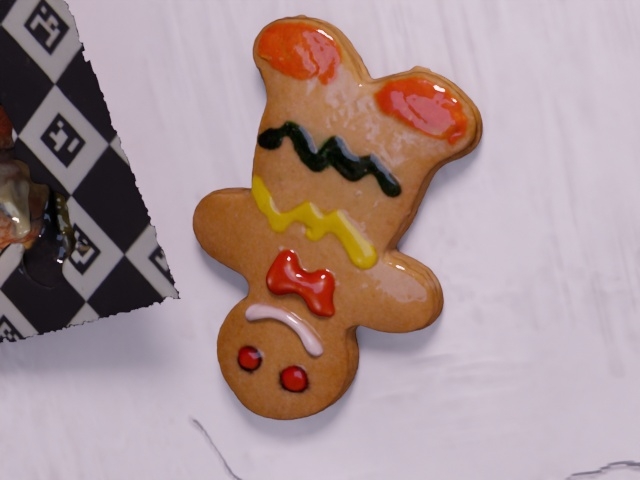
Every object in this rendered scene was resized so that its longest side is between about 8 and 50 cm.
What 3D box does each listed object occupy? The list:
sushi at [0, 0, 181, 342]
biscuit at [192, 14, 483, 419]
[{"bbox_3d":[-0.216,-0.081,1.195,0.264,0.050,0.290,-15,102,37],"label":"sushi"},{"bbox_3d":[0.000,0.000,1.148,0.165,0.036,0.250,24,112,13],"label":"biscuit"}]
